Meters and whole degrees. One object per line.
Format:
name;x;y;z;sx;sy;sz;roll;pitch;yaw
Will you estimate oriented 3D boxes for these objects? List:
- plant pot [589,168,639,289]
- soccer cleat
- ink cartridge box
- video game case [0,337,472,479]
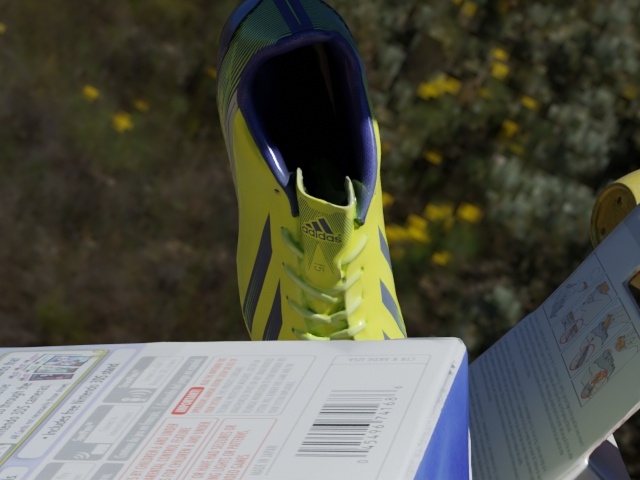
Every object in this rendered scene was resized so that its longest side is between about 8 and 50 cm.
plant pot;0.291;-0.012;1.624;0.095;0.134;0.134;8;5;-28
soccer cleat;-0.001;0.000;1.077;0.093;0.289;0.121;-15;18;-10
ink cartridge box;0.173;0.113;1.277;0.066;0.261;0.296;45;11;-11
video game case;-0.100;0.096;0.475;0.244;0.061;0.269;0;17;13
